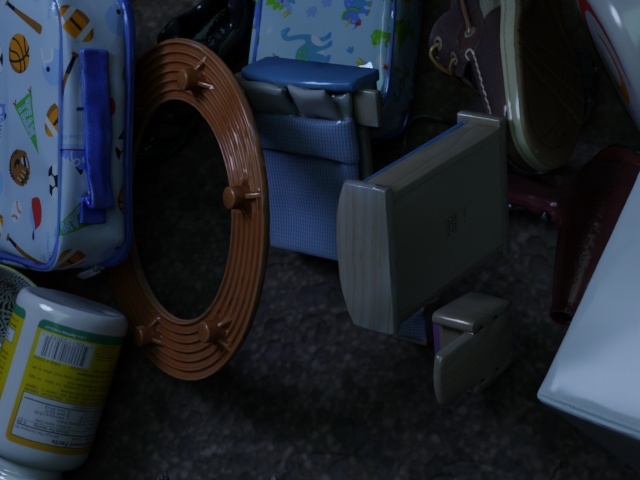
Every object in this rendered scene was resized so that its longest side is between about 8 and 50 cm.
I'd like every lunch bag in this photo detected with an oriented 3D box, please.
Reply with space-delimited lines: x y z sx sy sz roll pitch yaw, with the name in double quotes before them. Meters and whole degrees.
"lunch bag" 0.014 -0.211 1.727 0.176 0.090 0.219 -2 73 24
"lunch bag" -0.272 -0.110 1.685 0.243 0.115 0.303 8 100 52

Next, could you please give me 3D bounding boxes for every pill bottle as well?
"pill bottle" -0.276 0.160 1.671 0.118 0.117 0.208 18 94 19

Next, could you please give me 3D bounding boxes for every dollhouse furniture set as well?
"dollhouse furniture set" 0.000 0.000 1.572 0.303 0.198 0.286 13 119 35

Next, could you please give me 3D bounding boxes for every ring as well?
"ring" -0.147 -0.029 1.629 0.032 0.336 0.336 -4 65 -34

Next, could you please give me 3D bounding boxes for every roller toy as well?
"roller toy" 0.345 -0.200 1.592 0.146 0.191 0.209 -25 69 5

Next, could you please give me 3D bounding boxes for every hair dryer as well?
"hair dryer" 0.220 -0.038 1.645 0.224 0.080 0.293 -26 55 9

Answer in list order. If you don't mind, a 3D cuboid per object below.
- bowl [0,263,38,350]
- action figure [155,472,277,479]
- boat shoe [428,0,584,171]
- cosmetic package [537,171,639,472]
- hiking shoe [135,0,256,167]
"bowl" -0.366 0.098 1.729 0.170 0.080 0.170 -4 102 -22
"action figure" -0.058 0.303 1.559 0.164 0.276 0.141 -50 27 21
"boat shoe" 0.172 -0.192 1.649 0.123 0.123 0.342 -27 48 29
"cosmetic package" 0.452 0.055 1.367 0.327 0.329 0.393 18 78 41
"hiking shoe" -0.154 -0.183 1.756 0.086 0.114 0.227 33 84 21
